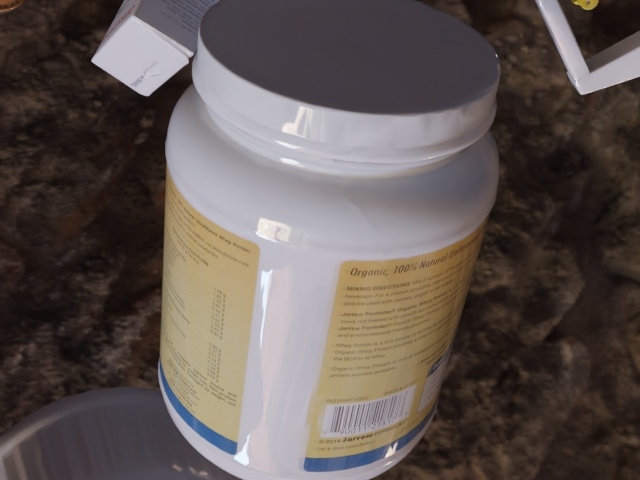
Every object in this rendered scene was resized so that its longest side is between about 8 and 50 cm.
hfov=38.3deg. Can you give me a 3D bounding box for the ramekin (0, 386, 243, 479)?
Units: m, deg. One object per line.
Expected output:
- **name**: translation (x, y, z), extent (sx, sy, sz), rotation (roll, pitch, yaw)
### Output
- **ramekin**: translation (-0.162, 0.269, 0.754), extent (0.273, 0.127, 0.272), rotation (-6, -72, -21)

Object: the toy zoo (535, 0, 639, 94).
- **toy zoo**: translation (0.240, -0.239, 0.683), extent (0.293, 0.192, 0.030), rotation (55, -167, -26)

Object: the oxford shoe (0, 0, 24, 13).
- **oxford shoe**: translation (-0.287, -0.223, 0.626), extent (0.212, 0.076, 0.076), rotation (27, -112, -38)

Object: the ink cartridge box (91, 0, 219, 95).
- **ink cartridge box**: translation (-0.181, -0.297, 1.123), extent (0.086, 0.148, 0.203), rotation (32, -117, -23)

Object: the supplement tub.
- **supplement tub**: translation (0.000, 0.000, 0.424), extent (0.144, 0.144, 0.199), rotation (-33, -37, -43)
